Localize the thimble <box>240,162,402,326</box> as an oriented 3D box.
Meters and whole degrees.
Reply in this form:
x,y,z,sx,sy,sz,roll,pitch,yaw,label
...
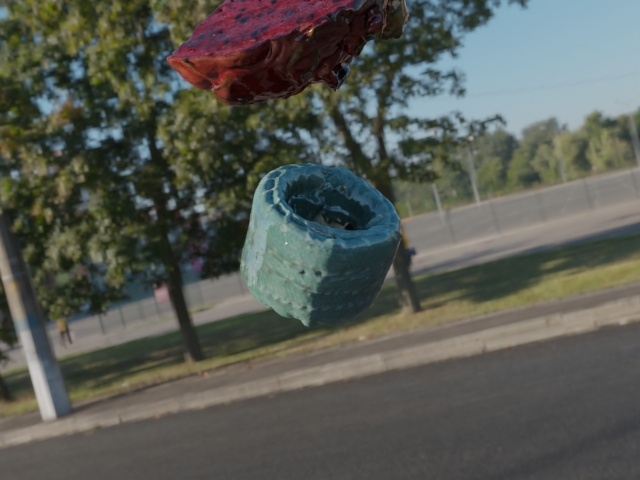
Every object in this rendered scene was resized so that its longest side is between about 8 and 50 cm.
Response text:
x,y,z,sx,sy,sz,roll,pitch,yaw,label
0.000,0.000,1.268,0.198,0.143,0.235,16,31,0,thimble

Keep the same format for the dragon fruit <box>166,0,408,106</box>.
x,y,z,sx,sy,sz,roll,pitch,yaw,label
0.002,-0.242,1.137,0.205,0.152,0.317,12,50,39,dragon fruit
